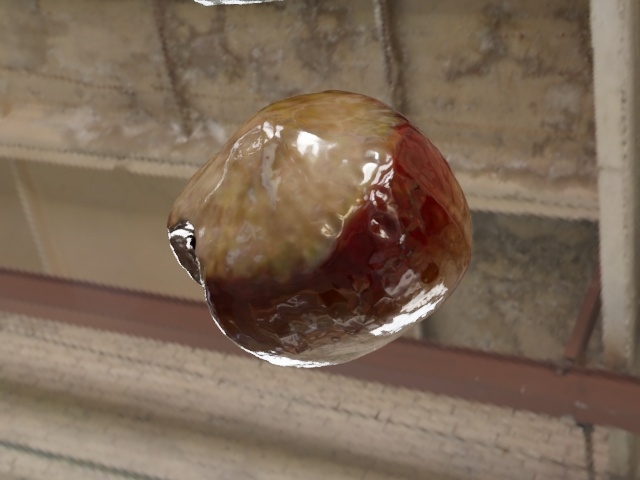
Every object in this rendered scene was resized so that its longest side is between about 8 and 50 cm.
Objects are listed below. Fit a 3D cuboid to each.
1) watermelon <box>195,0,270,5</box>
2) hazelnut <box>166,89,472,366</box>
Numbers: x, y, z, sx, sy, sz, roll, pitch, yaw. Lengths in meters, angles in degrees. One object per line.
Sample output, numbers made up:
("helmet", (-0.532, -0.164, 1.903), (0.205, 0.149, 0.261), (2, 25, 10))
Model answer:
("watermelon", (-0.054, -0.236, 0.636), (0.228, 0.387, 0.258), (-39, -82, 3))
("hazelnut", (0.000, 0.000, 0.347), (0.086, 0.086, 0.086), (16, -46, 17))
